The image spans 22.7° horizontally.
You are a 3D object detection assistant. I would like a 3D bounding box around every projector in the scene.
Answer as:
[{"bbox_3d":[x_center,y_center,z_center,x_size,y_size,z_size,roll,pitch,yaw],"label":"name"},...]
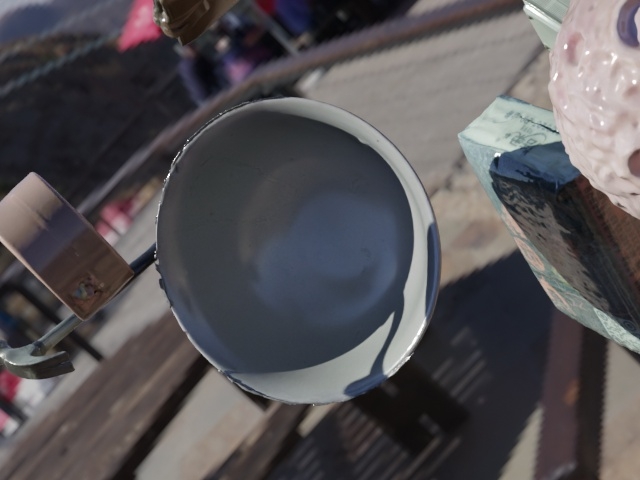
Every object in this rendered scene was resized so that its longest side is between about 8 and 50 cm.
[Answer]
[{"bbox_3d":[0.315,-0.238,1.887,0.061,0.115,0.147,-47,54,0],"label":"projector"}]

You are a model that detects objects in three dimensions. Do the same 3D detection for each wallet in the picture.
[{"bbox_3d":[-0.099,-0.229,1.401,0.118,0.039,0.152,-43,-5,-6],"label":"wallet"}]

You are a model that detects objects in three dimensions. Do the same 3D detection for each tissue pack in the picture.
[{"bbox_3d":[0.309,-0.009,1.860,0.103,0.315,0.228,-43,34,-13],"label":"tissue pack"}]

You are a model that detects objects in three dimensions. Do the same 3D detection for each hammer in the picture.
[{"bbox_3d":[-0.247,0.071,1.767,0.103,0.029,0.246,18,47,41],"label":"hammer"}]

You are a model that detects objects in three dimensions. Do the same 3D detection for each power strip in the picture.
[{"bbox_3d":[-0.265,0.008,1.625,0.078,0.154,0.154,-45,13,-9],"label":"power strip"}]

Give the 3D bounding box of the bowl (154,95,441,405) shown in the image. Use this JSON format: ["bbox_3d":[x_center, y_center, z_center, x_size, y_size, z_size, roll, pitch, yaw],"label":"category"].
[{"bbox_3d":[0.000,0.000,1.788,0.345,0.345,0.157,-40,-7,27],"label":"bowl"}]

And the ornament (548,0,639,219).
[{"bbox_3d":[0.307,-0.119,1.259,0.259,0.259,0.225,-74,8,-62],"label":"ornament"}]
